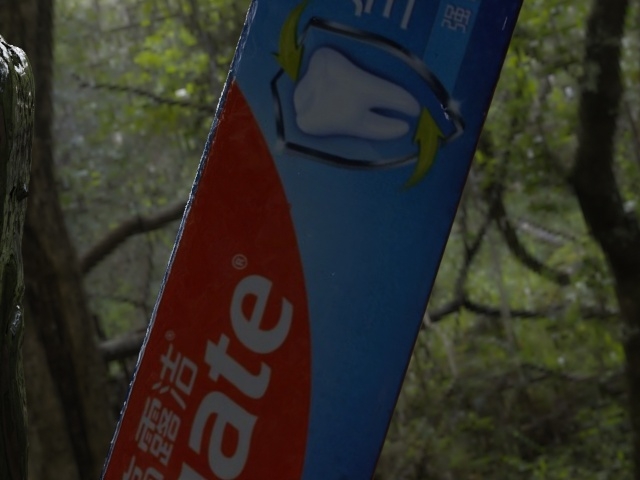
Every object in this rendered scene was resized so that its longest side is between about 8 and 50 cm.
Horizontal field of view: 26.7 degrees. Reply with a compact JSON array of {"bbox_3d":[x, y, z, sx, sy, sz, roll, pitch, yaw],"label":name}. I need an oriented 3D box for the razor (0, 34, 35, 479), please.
[{"bbox_3d":[-0.191,0.062,0.636,0.114,0.348,0.204,-1,5,-9],"label":"razor"}]

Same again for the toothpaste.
[{"bbox_3d":[-0.001,-0.001,0.402,0.076,0.320,0.066,17,-4,3],"label":"toothpaste"}]
